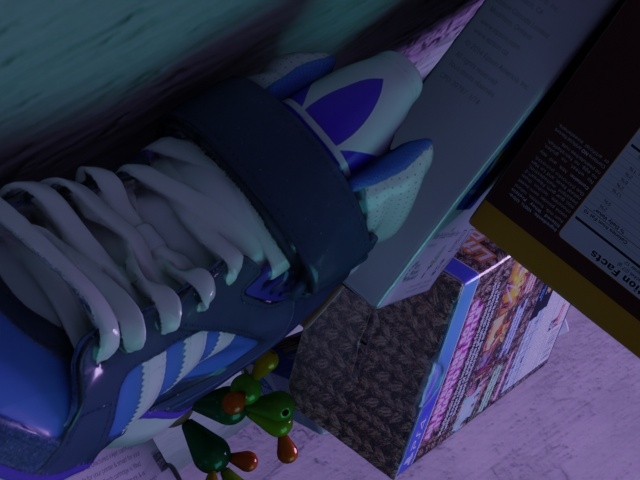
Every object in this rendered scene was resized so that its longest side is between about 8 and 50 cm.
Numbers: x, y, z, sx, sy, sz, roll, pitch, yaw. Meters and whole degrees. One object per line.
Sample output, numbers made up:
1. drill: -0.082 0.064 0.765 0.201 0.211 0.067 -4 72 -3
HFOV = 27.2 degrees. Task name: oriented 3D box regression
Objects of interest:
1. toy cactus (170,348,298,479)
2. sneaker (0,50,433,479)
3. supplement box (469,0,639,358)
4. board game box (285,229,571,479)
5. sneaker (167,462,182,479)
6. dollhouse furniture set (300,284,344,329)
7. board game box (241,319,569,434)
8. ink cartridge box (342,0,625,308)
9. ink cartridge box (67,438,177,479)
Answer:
1. toy cactus: -0.112 0.165 1.257 0.180 0.219 0.112 2 -151 22
2. sneaker: -0.064 -0.012 0.568 0.236 0.130 0.323 -44 167 8
3. supplement box: 0.215 -0.069 0.745 0.191 0.129 0.194 -37 163 -53
4. board game box: 0.129 0.051 1.287 0.291 0.141 0.232 -26 141 -47
5. sneaker: -0.384 0.409 1.798 0.410 0.158 0.182 -36 141 18
6. dollhouse furniture set: 0.000 0.000 1.022 0.151 0.076 0.058 -48 171 15
7. board game box: 0.087 0.127 1.605 0.318 0.066 0.319 -21 -173 -16
8. ink cartridge box: 0.127 -0.109 0.764 0.332 0.065 0.165 -51 169 10
9. ink cartridge box: -0.191 0.235 1.103 0.092 0.219 0.160 -35 172 24
